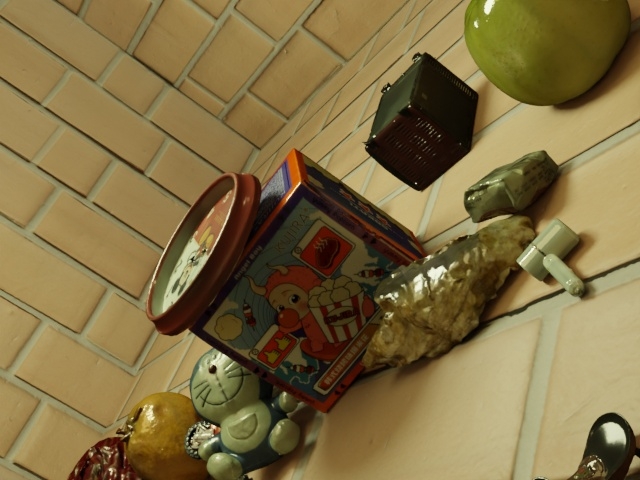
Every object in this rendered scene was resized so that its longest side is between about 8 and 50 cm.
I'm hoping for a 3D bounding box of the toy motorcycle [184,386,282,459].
[{"bbox_3d":[-0.166,0.355,1.629,0.171,0.089,0.298,25,75,39],"label":"toy motorcycle"}]

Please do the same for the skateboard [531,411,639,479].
[{"bbox_3d":[0.250,0.233,0.729,0.151,0.080,0.067,-56,21,4],"label":"skateboard"}]

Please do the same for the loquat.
[{"bbox_3d":[-0.340,0.456,1.739,0.193,0.238,0.238,-46,17,16],"label":"loquat"}]

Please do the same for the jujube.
[{"bbox_3d":[-0.484,0.621,1.798,0.258,0.258,0.377,-53,13,6],"label":"jujube"}]

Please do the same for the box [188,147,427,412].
[{"bbox_3d":[-0.021,0.072,1.432,0.349,0.318,0.257,-51,15,13],"label":"box"}]

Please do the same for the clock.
[{"bbox_3d":[-0.197,0.023,1.326,0.318,0.080,0.318,-44,28,31],"label":"clock"}]

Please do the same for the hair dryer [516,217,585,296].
[{"bbox_3d":[0.322,0.032,1.012,0.082,0.047,0.137,-50,22,15],"label":"hair dryer"}]

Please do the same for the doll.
[{"bbox_3d":[-0.153,0.317,1.472,0.228,0.258,0.154,-33,-18,12],"label":"doll"}]

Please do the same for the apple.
[{"bbox_3d":[0.381,-0.367,1.310,0.279,0.279,0.279,-49,16,20],"label":"apple"}]

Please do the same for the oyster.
[{"bbox_3d":[0.185,0.080,1.187,0.341,0.110,0.166,-33,29,23],"label":"oyster"}]

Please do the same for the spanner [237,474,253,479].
[{"bbox_3d":[-0.187,0.498,1.599,0.093,0.026,0.325,-57,14,-2],"label":"spanner"}]

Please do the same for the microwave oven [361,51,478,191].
[{"bbox_3d":[0.219,-0.263,1.689,0.188,0.178,0.247,-38,22,41],"label":"microwave oven"}]

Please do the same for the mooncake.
[{"bbox_3d":[0.304,-0.083,1.223,0.125,0.073,0.130,-34,8,-31],"label":"mooncake"}]
